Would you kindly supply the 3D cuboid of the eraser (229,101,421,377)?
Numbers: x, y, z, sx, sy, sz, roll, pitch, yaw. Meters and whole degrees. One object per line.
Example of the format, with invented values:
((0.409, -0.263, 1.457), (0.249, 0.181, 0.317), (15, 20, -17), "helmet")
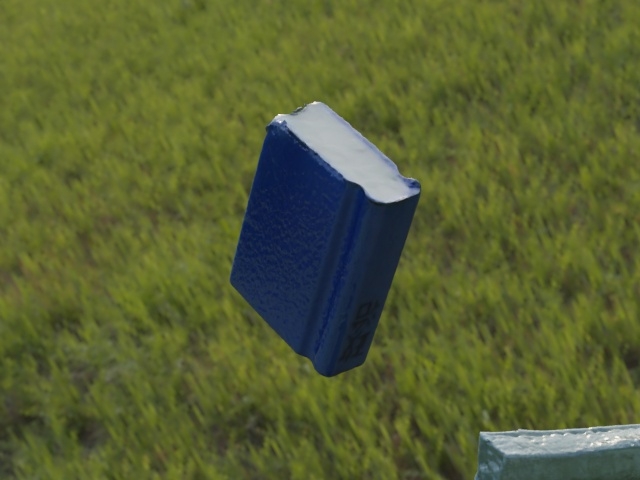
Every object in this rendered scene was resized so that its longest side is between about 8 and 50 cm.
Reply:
((0.000, 0.000, 0.500), (0.027, 0.085, 0.063), (-17, 48, -38), "eraser")

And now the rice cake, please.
((0.173, 0.123, 0.764), (0.171, 0.033, 0.029), (-4, 28, 1), "rice cake")
